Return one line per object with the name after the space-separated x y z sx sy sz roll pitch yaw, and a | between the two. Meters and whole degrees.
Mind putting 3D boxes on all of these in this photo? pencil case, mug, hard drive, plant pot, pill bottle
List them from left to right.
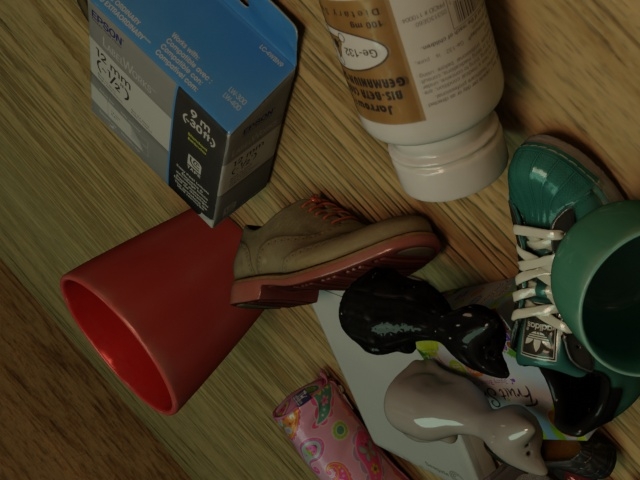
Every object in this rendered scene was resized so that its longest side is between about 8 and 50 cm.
-0.222 0.089 1.572 0.275 0.243 0.275 38 152 24 | plant pot
0.047 0.346 1.635 0.284 0.124 0.124 53 155 -3 | pencil case
0.103 0.177 1.392 0.233 0.047 0.353 17 140 49 | hard drive
0.085 -0.153 0.874 0.131 0.131 0.229 20 142 47 | pill bottle
0.266 0.025 0.832 0.129 0.158 0.097 55 -176 -20 | mug

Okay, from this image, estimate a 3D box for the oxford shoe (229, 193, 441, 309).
0.000 0.000 1.239 0.348 0.123 0.130 -15 73 46 | oxford shoe

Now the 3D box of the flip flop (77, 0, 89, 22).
-0.286 -0.359 1.261 0.277 0.080 0.112 69 -170 -59 | flip flop

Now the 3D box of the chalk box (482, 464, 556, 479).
0.222 0.395 1.271 0.132 0.213 0.132 55 170 -13 | chalk box

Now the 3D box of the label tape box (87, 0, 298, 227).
-0.164 -0.202 1.238 0.249 0.115 0.347 44 156 12 | label tape box

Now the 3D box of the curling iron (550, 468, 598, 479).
0.301 0.263 1.205 0.274 0.035 0.068 31 128 44 | curling iron

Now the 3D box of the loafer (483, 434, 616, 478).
0.253 0.234 1.177 0.061 0.062 0.170 29 156 -38 | loafer

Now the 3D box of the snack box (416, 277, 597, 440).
0.205 0.135 1.140 0.174 0.070 0.207 55 156 -8 | snack box

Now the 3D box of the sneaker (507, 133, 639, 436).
0.227 0.053 0.933 0.108 0.121 0.302 12 135 52 | sneaker

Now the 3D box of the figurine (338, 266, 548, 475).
0.139 0.142 1.069 0.209 0.092 0.214 13 134 54 | figurine
